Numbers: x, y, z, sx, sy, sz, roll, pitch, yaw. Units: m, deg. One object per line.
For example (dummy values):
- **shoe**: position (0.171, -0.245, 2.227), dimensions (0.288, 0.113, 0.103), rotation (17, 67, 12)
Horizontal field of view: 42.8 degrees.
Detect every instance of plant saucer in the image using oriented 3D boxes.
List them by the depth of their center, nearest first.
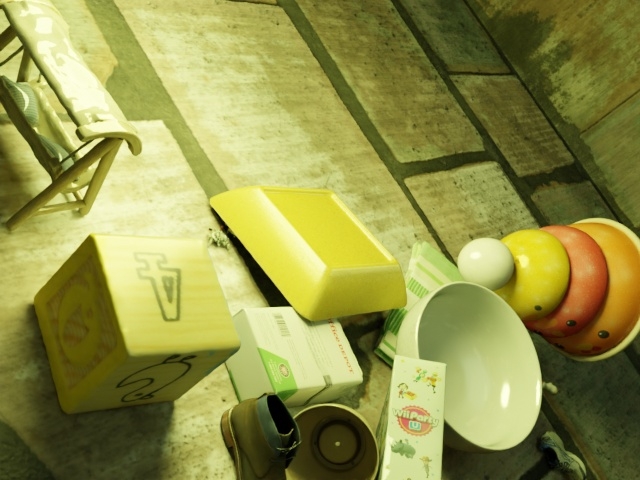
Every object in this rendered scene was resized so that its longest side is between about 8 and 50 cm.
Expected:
- **plant saucer**: position (0.000, 0.000, 1.596), dimensions (0.332, 0.081, 0.333), rotation (-2, 44, -51)

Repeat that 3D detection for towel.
- **towel**: position (0.252, 0.181, 1.777), dimensions (0.248, 0.038, 0.325), rotation (40, 48, -15)

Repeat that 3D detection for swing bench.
- **swing bench**: position (-0.414, -0.195, 1.236), dimensions (0.165, 0.254, 0.253), rotation (-20, 74, -54)

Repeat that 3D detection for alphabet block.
- **alphabet block**: position (-0.265, 0.117, 1.173), dimensions (0.197, 0.192, 0.193), rotation (2, 55, -47)

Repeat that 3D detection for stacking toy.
- **stacking toy**: position (0.491, 0.086, 1.874), dimensions (0.479, 0.350, 0.351), rotation (11, 50, -33)

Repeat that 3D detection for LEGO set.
- **LEGO set**: position (-0.184, -0.011, 1.530), dimensions (0.054, 0.023, 0.083), rotation (40, 36, -15)

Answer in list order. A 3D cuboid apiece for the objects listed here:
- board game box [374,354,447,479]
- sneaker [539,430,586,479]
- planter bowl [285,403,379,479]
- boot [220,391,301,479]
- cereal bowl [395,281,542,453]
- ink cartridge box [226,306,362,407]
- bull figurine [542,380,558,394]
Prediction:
- **board game box**: position (0.138, 0.379, 1.350), dimensions (0.097, 0.224, 0.303), rotation (9, 42, 2)
- **sneaker**: position (0.548, 0.505, 1.866), dimensions (0.135, 0.052, 0.058), rotation (46, 44, 7)
- **planter bowl**: position (0.021, 0.342, 1.338), dimensions (0.162, 0.162, 0.109), rotation (56, 7, 8)
- **boot**: position (-0.074, 0.341, 1.253), dimensions (0.082, 0.106, 0.219), rotation (-7, 63, -51)
- **cereal bowl**: position (0.277, 0.259, 1.631), dimensions (0.338, 0.141, 0.339), rotation (15, 63, -31)
- **ink cartridge box**: position (-0.051, 0.203, 1.418), dimensions (0.219, 0.092, 0.160), rotation (5, 53, -47)
- **bull figurine**: position (0.438, 0.300, 1.879), dimensions (0.188, 0.101, 0.310), rotation (12, 50, -47)
